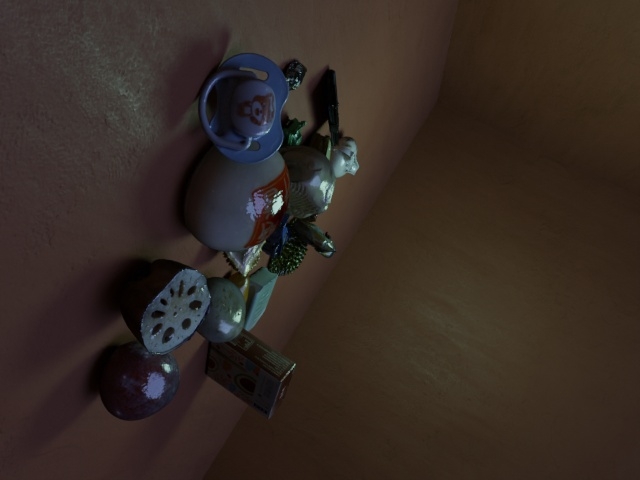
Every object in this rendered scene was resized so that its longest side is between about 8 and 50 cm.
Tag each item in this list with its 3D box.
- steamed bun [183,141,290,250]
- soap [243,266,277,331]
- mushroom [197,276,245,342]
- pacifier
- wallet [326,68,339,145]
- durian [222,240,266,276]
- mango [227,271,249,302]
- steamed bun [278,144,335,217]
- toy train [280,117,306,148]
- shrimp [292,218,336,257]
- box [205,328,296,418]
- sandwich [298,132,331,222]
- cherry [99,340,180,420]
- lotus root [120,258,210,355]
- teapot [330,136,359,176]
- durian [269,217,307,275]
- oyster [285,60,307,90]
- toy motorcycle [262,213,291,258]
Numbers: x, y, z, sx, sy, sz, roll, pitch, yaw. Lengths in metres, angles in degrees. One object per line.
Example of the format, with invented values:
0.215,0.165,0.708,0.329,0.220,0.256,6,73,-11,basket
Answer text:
-0.225,-0.127,1.504,0.374,0.242,0.374,-55,163,-26,steamed bun
-0.312,0.282,2.347,0.173,0.095,0.289,-37,154,-57,soap
-0.399,0.262,1.826,0.243,0.244,0.243,-55,166,-21,mushroom
-0.209,-0.346,1.324,0.207,0.228,0.278,-147,-116,-71,pacifier
0.051,-0.514,1.973,0.317,0.044,0.168,76,13,-74,wallet
-0.277,-0.016,1.788,0.249,0.183,0.138,-64,-157,5,durian
-0.359,0.227,2.040,0.227,0.109,0.147,-59,143,-3,mango
-0.070,-0.219,1.762,0.275,0.320,0.206,45,62,-38,steamed bun
-0.103,-0.366,1.772,0.099,0.081,0.149,-53,165,-32,toy train
0.000,0.000,2.305,0.109,0.221,0.446,-56,163,-1,shrimp
-0.332,0.589,2.294,0.122,0.385,0.344,-45,160,-44,box
-0.027,-0.261,2.066,0.271,0.099,0.301,91,11,-54,sandwich
-0.553,0.434,1.545,0.236,0.213,0.285,-58,160,-47,cherry
-0.451,0.164,1.409,0.272,0.192,0.272,-45,152,-33,lotus root
0.108,-0.391,2.369,0.204,0.139,0.298,-58,167,2,teapot
-0.156,0.029,2.444,0.355,0.158,0.169,-62,-157,9,durian
-0.082,-0.517,1.595,0.103,0.051,0.148,110,5,-62,oyster
-0.181,-0.074,2.046,0.358,0.125,0.212,105,11,-55,toy motorcycle
